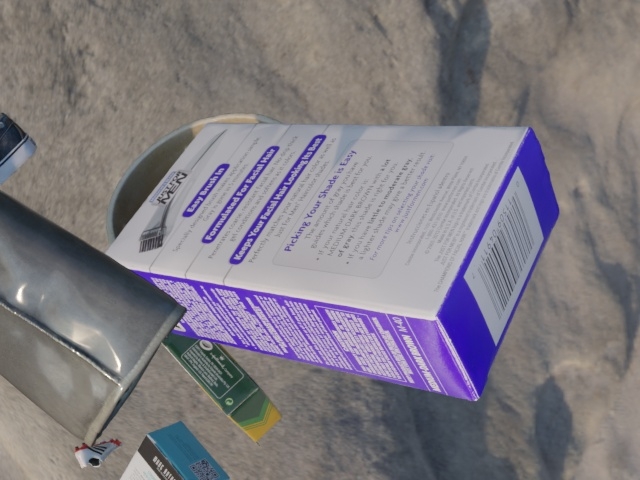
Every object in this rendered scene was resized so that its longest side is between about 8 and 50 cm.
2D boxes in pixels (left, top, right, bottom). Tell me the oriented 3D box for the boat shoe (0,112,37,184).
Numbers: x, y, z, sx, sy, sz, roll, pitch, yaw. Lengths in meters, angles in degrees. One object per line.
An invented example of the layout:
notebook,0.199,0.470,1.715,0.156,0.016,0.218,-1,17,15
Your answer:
boat shoe,-0.649,-0.104,1.521,0.306,0.113,0.105,-48,121,-16

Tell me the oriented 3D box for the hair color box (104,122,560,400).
hair color box,0.000,0.000,0.707,0.185,0.339,0.110,-58,138,-29

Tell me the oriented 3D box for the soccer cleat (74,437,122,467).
soccer cleat,-0.312,0.302,1.206,0.083,0.029,0.035,11,53,-59

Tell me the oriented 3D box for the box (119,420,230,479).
box,-0.212,0.346,1.056,0.100,0.244,0.060,44,28,22

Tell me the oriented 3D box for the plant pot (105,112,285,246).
plant pot,-0.134,0.011,1.422,0.334,0.334,0.305,-51,143,-21

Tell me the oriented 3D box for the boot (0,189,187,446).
boot,-0.160,-0.013,0.422,0.209,0.189,0.076,36,34,8

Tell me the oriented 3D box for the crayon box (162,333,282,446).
crayon box,-0.186,0.285,1.698,0.083,0.323,0.203,-42,69,-12
